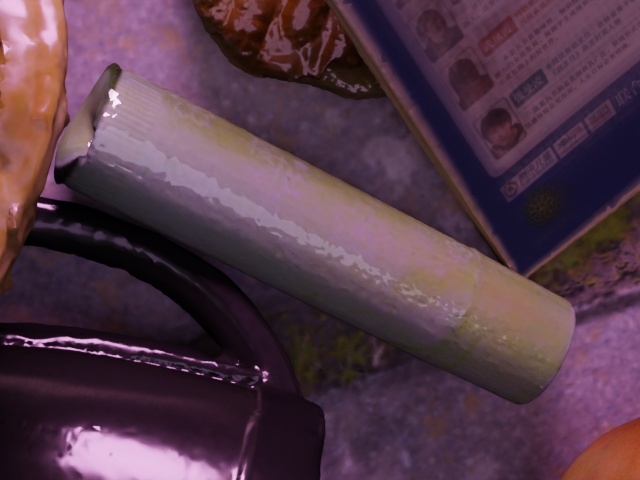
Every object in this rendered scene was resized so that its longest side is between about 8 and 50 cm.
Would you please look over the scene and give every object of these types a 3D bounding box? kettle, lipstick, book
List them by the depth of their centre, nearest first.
[{"bbox_3d":[-0.148,0.125,0.747,0.271,0.207,0.250,17,106,-5],"label":"kettle"},{"bbox_3d":[0.123,-0.150,0.774,0.228,0.018,0.322,-37,123,-1],"label":"book"},{"bbox_3d":[0.000,0.000,0.804,0.304,0.076,0.076,27,97,-13],"label":"lipstick"}]

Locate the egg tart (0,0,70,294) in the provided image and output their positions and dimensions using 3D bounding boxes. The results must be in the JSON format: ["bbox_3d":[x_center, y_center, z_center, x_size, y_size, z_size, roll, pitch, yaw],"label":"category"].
[{"bbox_3d":[-0.244,-0.045,0.687,0.341,0.132,0.341,-5,75,19],"label":"egg tart"}]

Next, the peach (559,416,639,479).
[{"bbox_3d":[0.219,0.183,0.836,0.184,0.184,0.184,-2,103,-9],"label":"peach"}]

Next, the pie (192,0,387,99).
[{"bbox_3d":[0.013,-0.164,0.785,0.195,0.046,0.195,-2,101,-10],"label":"pie"}]
